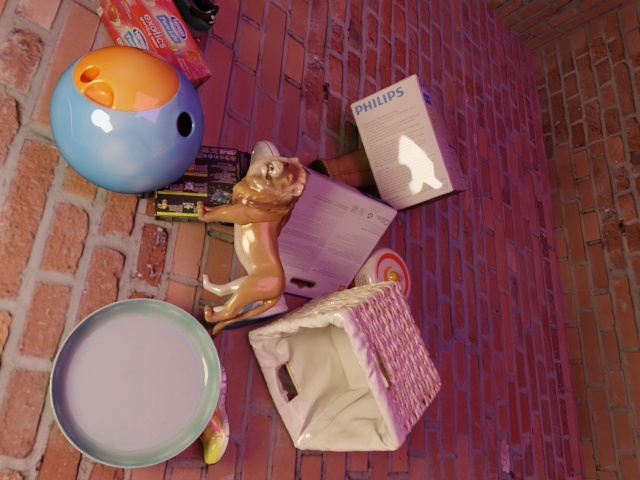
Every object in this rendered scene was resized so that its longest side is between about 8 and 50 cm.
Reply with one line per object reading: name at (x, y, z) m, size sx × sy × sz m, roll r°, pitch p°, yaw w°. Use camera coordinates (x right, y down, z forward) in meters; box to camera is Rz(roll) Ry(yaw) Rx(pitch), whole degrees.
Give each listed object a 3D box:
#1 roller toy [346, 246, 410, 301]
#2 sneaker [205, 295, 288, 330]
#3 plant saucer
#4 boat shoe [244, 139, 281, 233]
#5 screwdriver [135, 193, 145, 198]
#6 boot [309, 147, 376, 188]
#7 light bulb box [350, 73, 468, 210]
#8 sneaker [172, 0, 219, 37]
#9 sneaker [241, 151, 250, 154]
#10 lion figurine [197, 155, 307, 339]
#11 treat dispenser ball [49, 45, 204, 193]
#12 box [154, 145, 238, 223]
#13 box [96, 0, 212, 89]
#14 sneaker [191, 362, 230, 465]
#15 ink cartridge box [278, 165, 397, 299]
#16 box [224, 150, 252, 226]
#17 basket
roller toy at (0.170, 0.123, 1.540) m, size 0.191 × 0.146 × 0.209 m, roll 49°, pitch 48°, yaw -19°
sneaker at (-0.183, 0.154, 1.239) m, size 0.228 × 0.087 × 0.092 m, roll -5°, pitch 71°, yaw -48°
plant saucer at (-0.353, 0.273, 1.014) m, size 0.317 × 0.043 × 0.318 m, roll 12°, pitch 65°, yaw -27°
boat shoe at (-0.145, -0.125, 1.246) m, size 0.084 × 0.095 × 0.258 m, roll 8°, pitch 70°, yaw -47°
screwdriver at (-0.411, -0.172, 1.175) m, size 0.025 × 0.024 × 0.170 m, roll 46°, pitch 34°, yaw -63°
boot at (0.108, -0.172, 1.627) m, size 0.269 × 0.089 × 0.236 m, roll -18°, pitch 90°, yaw -48°
light bulb box at (0.302, -0.296, 1.688) m, size 0.358 × 0.225 × 0.361 m, roll -12°, pitch 84°, yaw -67°
sneaker at (-0.375, -0.671, 1.306) m, size 0.302 × 0.121 × 0.108 m, roll 46°, pitch 49°, yaw -22°
sneaker at (-0.195, -0.219, 1.385) m, size 0.083 × 0.037 × 0.032 m, roll -5°, pitch 78°, yaw -46°
lion figurine at (-0.141, 0.013, 1.134) m, size 0.240 × 0.142 × 0.392 m, roll -3°, pitch 94°, yaw -13°
treat dispenser ball at (-0.380, -0.237, 1.033) m, size 0.288 × 0.288 × 0.288 m, roll 17°, pitch 65°, yaw -40°
box at (-0.286, -0.133, 1.209) m, size 0.190 × 0.045 × 0.184 m, roll 2°, pitch 76°, yaw -18°
box at (-0.390, -0.466, 1.220) m, size 0.128 × 0.122 × 0.257 m, roll -36°, pitch 102°, yaw -46°
sneaker at (-0.251, 0.370, 1.104) m, size 0.094 × 0.081 × 0.208 m, roll 6°, pitch 66°, yaw -34°
ink cartridge box at (0.000, 0.000, 1.377) m, size 0.324 × 0.330 × 0.071 m, roll 19°, pitch 22°, yaw -40°
box at (-0.182, -0.125, 1.334) m, size 0.147 × 0.077 × 0.180 m, roll 8°, pitch 71°, yaw -42°
basket at (0.065, 0.294, 1.251) m, size 0.266 × 0.331 × 0.328 m, roll -27°, pitch 96°, yaw -48°
